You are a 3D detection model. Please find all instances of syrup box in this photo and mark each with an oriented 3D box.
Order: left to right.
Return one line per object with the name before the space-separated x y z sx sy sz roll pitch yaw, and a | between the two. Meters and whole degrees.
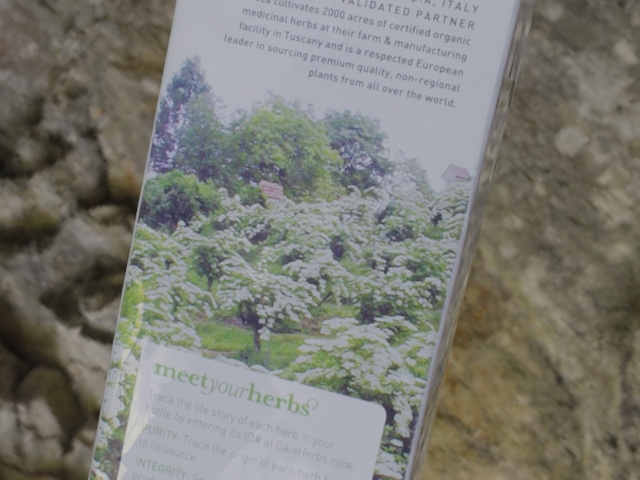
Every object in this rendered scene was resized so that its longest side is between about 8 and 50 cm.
syrup box | 0.000 0.000 0.366 0.096 0.093 0.237 -26 129 -77
